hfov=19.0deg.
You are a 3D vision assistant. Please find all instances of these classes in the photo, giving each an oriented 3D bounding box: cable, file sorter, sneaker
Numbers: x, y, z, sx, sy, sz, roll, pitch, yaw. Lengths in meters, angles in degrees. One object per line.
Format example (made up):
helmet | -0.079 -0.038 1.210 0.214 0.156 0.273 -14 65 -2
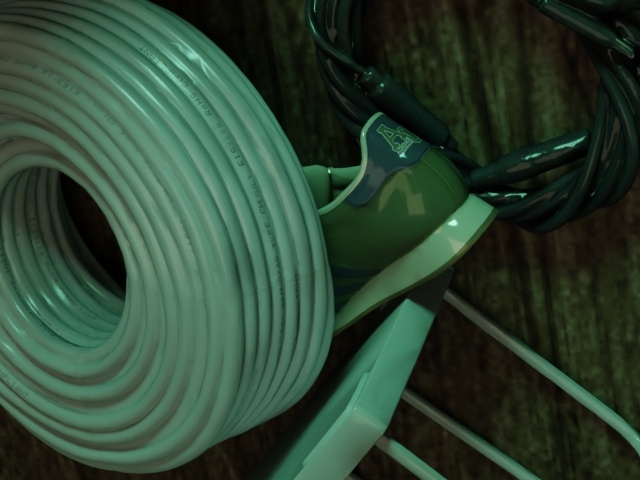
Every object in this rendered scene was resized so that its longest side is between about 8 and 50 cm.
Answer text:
cable | 0.079 -0.085 0.962 0.184 0.047 0.150 19 119 6
cable | -0.112 -0.005 0.973 0.257 0.089 0.257 17 122 36
file sorter | 0.028 0.186 0.995 0.173 0.193 0.277 36 115 -3
sneaker | 0.000 0.000 0.986 0.086 0.064 0.192 49 132 -8
